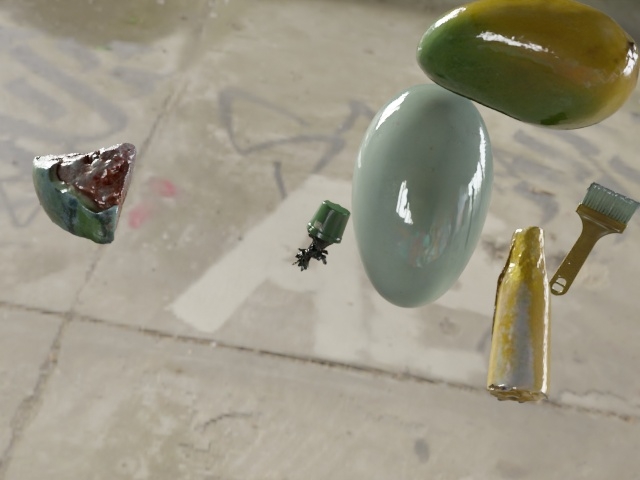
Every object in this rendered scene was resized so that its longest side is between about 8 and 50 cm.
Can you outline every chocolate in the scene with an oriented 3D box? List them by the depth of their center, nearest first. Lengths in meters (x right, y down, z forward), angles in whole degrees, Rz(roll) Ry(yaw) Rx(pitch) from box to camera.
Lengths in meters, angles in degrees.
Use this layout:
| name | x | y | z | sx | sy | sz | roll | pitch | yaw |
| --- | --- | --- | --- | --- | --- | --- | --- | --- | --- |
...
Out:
| name | x | y | z | sx | sy | sz | roll | pitch | yaw |
| --- | --- | --- | --- | --- | --- | --- | --- | --- | --- |
| chocolate | 0.256 | 0.090 | 1.371 | 0.086 | 0.085 | 0.219 | 9 | 73 | -3 |

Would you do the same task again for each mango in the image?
| name | x | y | z | sx | sy | sz | roll | pitch | yaw |
| --- | --- | --- | --- | --- | --- | --- | --- | --- | --- |
| mango | 0.236 | -0.209 | 1.248 | 0.251 | 0.156 | 0.114 | 19 | 57 | 11 |

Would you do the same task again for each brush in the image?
| name | x | y | z | sx | sy | sz | roll | pitch | yaw |
| --- | --- | --- | --- | --- | --- | --- | --- | --- | --- |
| brush | 0.418 | 0.007 | 1.727 | 0.083 | 0.218 | 0.010 | 28 | 36 | 7 |

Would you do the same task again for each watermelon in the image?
| name | x | y | z | sx | sy | sz | roll | pitch | yaw |
| --- | --- | --- | --- | --- | --- | --- | --- | --- | --- |
| watermelon | -0.298 | -0.085 | 1.393 | 0.187 | 0.071 | 0.139 | 34 | 71 | 33 |

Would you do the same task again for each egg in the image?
| name | x | y | z | sx | sy | sz | roll | pitch | yaw |
| --- | --- | --- | --- | --- | --- | --- | --- | --- | --- |
| egg | 0.163 | -0.072 | 1.792 | 0.230 | 0.370 | 0.230 | 9 | 2 | 0 |

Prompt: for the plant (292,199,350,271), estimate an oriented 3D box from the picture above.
| name | x | y | z | sx | sy | sz | roll | pitch | yaw |
| --- | --- | --- | --- | --- | --- | --- | --- | --- | --- |
| plant | 0.000 | 0.000 | 1.424 | 0.051 | 0.102 | 0.051 | 25 | 17 | -8 |
